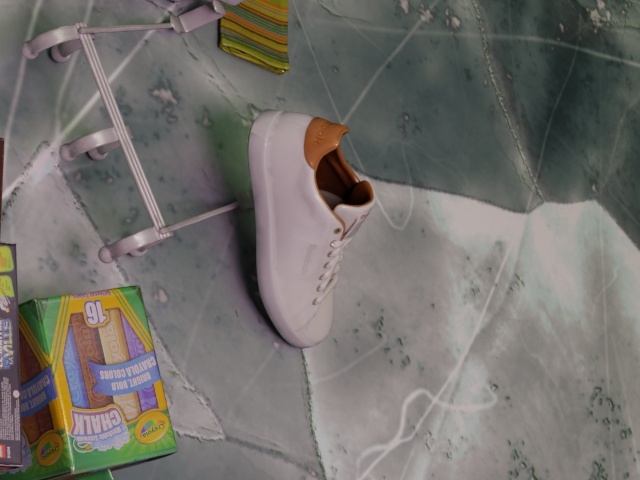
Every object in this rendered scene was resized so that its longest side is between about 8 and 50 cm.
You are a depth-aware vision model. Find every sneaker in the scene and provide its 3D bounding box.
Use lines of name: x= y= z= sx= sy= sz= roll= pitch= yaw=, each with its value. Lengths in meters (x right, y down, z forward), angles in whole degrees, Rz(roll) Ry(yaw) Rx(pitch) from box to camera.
sneaker: x=0.000 y=0.000 z=1.863 sx=0.106 sy=0.123 sz=0.290 roll=-54 pitch=144 yaw=-49

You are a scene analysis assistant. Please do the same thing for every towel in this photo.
towel: x=-0.075 y=-0.318 z=2.041 sx=0.102 sy=0.021 sz=0.237 roll=19 pitch=63 yaw=-41

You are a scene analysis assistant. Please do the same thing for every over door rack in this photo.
over door rack: x=-0.177 y=-0.116 z=1.820 sx=0.324 sy=0.108 sz=0.239 roll=-24 pitch=94 yaw=-61

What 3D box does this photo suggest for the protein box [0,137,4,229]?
protein box: x=-0.385 y=0.015 z=1.479 sx=0.136 sy=0.200 sz=0.201 roll=17 pitch=64 yaw=-41

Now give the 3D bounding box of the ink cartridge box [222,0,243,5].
ink cartridge box: x=-0.109 y=-0.433 z=1.866 sx=0.198 sy=0.197 sz=0.270 roll=16 pitch=53 yaw=-53

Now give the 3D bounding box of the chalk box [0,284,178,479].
chalk box: x=-0.233 y=0.164 z=1.629 sx=0.132 sy=0.132 sz=0.213 roll=-5 pitch=78 yaw=-46

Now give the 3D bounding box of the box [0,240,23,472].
box: x=-0.320 y=0.112 z=1.573 sx=0.036 sy=0.114 sz=0.207 roll=11 pitch=69 yaw=-43
